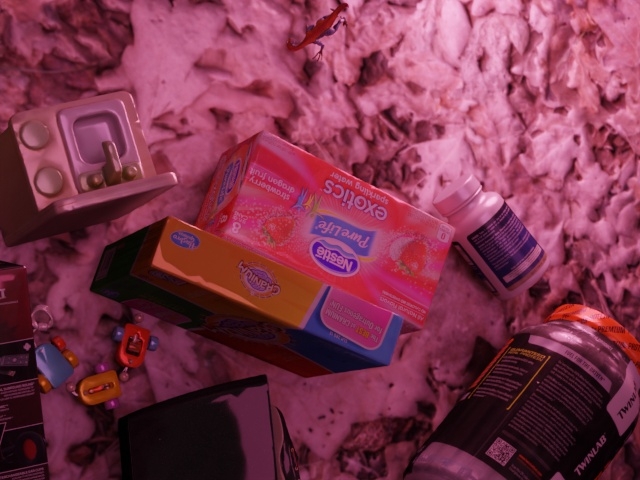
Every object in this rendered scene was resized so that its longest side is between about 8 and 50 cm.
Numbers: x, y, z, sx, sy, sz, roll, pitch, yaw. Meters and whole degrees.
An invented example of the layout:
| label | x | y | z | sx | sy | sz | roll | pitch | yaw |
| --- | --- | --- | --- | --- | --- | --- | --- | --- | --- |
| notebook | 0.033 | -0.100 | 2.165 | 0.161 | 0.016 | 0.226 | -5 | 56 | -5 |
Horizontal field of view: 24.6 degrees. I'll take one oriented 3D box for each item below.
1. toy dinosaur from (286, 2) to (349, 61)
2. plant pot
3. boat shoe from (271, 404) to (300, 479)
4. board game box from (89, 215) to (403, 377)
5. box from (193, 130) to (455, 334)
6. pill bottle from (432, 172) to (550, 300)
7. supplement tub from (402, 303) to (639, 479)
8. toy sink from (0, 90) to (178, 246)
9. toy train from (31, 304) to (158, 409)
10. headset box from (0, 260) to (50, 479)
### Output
| label | x | y | z | sx | sy | sz | roll | pitch | yaw |
| --- | --- | --- | --- | --- | --- | --- | --- | --- | --- |
| toy dinosaur | -0.008 | -0.286 | 1.988 | 0.082 | 0.090 | 0.047 | -32 | 67 | -20 |
| plant pot | -0.151 | 0.268 | 1.759 | 0.167 | 0.187 | 0.188 | -5 | 82 | -14 |
| boat shoe | -0.054 | 0.275 | 1.874 | 0.042 | 0.049 | 0.133 | 9 | 67 | -53 |
| board game box | -0.093 | 0.076 | 1.780 | 0.316 | 0.242 | 0.064 | 24 | 72 | -20 |
| box | 0.000 | 0.000 | 1.894 | 0.300 | 0.142 | 0.154 | 27 | 71 | -19 |
| pill bottle | 0.234 | -0.008 | 2.037 | 0.094 | 0.094 | 0.169 | -44 | 101 | -26 |
| supplement tub | 0.282 | 0.256 | 1.948 | 0.207 | 0.207 | 0.338 | 48 | 65 | -10 |
| toy sink | -0.288 | -0.089 | 1.720 | 0.153 | 0.234 | 0.131 | -17 | 88 | -27 |
| toy train | -0.285 | 0.140 | 1.786 | 0.166 | 0.046 | 0.125 | 15 | 73 | -26 |
| headset box | -0.390 | 0.140 | 1.605 | 0.110 | 0.218 | 0.293 | -8 | 96 | -28 |
